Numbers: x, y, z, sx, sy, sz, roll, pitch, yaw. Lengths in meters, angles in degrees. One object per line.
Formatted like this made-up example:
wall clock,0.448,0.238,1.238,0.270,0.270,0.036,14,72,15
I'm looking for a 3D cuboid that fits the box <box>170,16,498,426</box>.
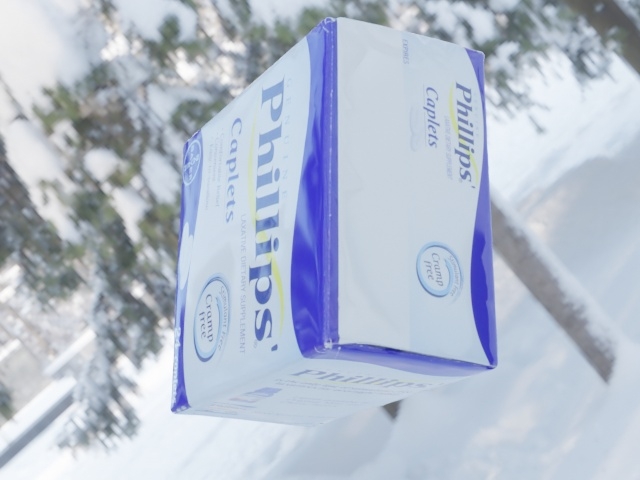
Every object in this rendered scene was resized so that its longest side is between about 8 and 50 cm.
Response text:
box,0.000,0.000,0.464,0.137,0.072,0.126,-30,54,55
